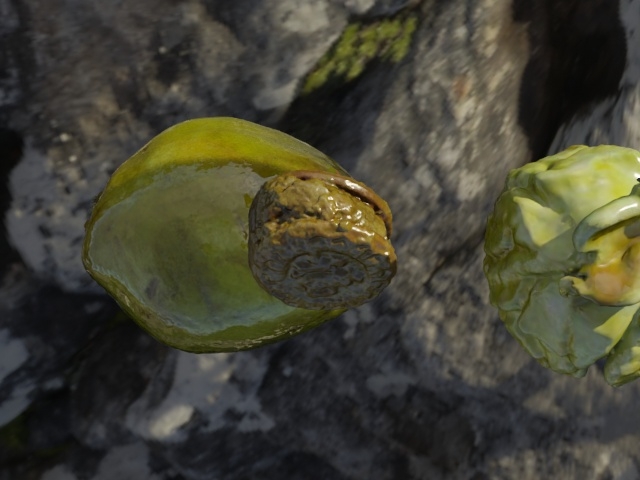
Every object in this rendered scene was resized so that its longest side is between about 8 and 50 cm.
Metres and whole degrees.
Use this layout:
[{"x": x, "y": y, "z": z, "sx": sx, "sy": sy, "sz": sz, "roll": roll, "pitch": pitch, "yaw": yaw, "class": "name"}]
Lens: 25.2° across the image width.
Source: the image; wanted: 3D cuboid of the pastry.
[{"x": 0.000, "y": 0.000, "z": 0.935, "sx": 0.097, "sy": 0.057, "sz": 0.109, "roll": -23, "pitch": 137, "yaw": 30, "class": "pastry"}]

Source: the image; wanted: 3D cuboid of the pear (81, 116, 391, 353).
[{"x": -0.089, "y": -0.003, "z": 1.508, "sx": 0.321, "sy": 0.269, "sz": 0.269, "roll": 3, "pitch": 105, "yaw": -12, "class": "pear"}]

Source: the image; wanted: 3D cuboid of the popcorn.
[{"x": 0.160, "y": 0.011, "z": 0.841, "sx": 0.136, "sy": 0.162, "sz": 0.141, "roll": 28, "pitch": 102, "yaw": 15, "class": "popcorn"}]
